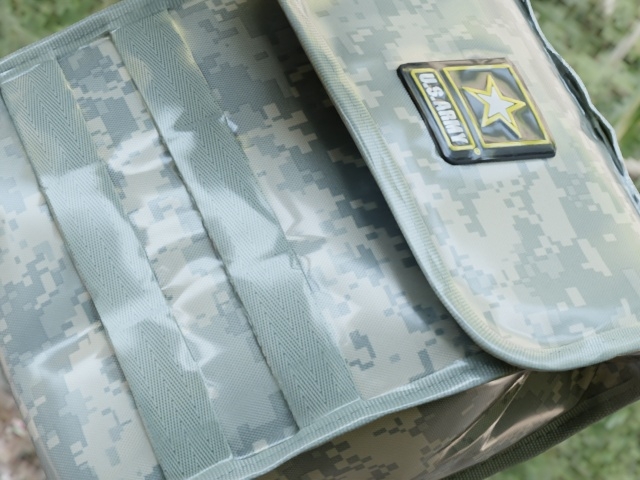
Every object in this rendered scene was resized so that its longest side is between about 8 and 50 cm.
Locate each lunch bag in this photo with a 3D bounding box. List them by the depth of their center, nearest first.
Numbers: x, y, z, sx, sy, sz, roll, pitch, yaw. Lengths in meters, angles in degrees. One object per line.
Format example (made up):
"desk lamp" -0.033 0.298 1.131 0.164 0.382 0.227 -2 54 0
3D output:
"lunch bag" 0.000 0.000 0.723 0.169 0.287 0.235 75 -11 -66
